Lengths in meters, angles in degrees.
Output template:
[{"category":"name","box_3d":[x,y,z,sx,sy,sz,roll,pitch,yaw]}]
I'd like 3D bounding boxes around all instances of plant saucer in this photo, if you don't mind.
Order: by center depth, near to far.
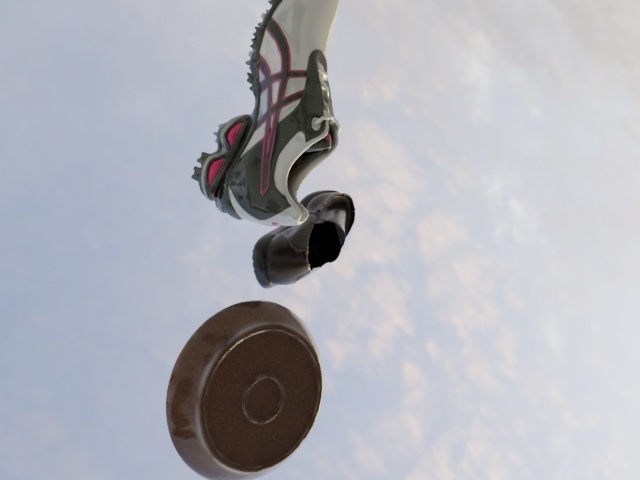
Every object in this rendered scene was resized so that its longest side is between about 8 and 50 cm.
[{"category":"plant saucer","box_3d":[-0.057,0.138,0.748,0.168,0.029,0.168,-4,-83,-38]}]

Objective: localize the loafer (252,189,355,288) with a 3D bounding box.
[{"category":"loafer","box_3d":[0.000,0.000,1.020,0.220,0.078,0.080,-46,-50,-54]}]

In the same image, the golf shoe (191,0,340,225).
[{"category":"golf shoe","box_3d":[-0.022,-0.143,0.855,0.105,0.120,0.272,25,-93,-66]}]
